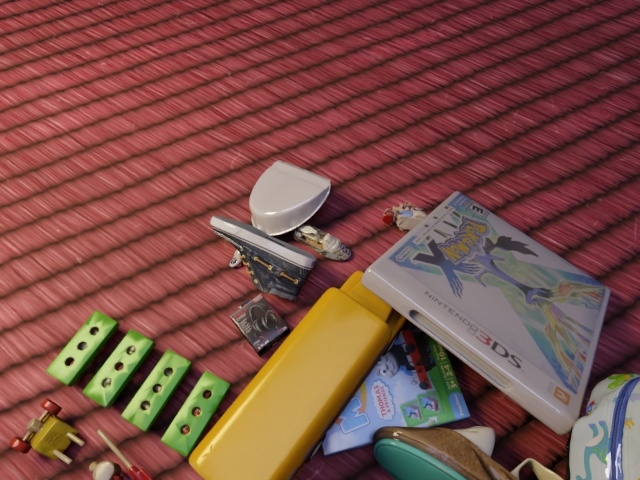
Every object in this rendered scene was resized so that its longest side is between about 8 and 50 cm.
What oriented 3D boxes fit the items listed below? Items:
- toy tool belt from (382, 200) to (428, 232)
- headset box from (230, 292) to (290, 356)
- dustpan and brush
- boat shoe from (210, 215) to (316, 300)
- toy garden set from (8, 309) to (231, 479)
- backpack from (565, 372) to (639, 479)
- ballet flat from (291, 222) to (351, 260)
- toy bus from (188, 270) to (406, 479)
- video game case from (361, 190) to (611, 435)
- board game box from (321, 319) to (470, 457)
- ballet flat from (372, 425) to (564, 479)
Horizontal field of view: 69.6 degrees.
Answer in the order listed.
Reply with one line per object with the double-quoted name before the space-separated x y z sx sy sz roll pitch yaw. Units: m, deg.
"toy tool belt" 0.151 -0.043 0.820 0.083 0.052 0.051 9 30 1
"headset box" -0.097 0.130 0.727 0.062 0.032 0.083 -35 68 -18
"dustpan and brush" -0.091 -0.040 0.809 0.147 0.060 0.211 27 61 35
"boat shoe" -0.105 0.029 0.742 0.183 0.065 0.083 25 98 4
"toy garden set" -0.284 0.244 0.657 0.244 0.049 0.204 25 62 12
"backpack" 0.420 0.289 0.464 0.355 0.273 0.290 43 62 7
"ballet flat" 0.000 0.000 0.795 0.114 0.041 0.041 25 64 13
"toy bus" -0.008 0.178 0.600 0.108 0.130 0.332 34 67 18
"video game case" 0.262 0.068 0.680 0.300 0.036 0.329 37 41 17
"board game box" 0.089 0.208 0.681 0.211 0.039 0.160 -13 62 -6
"ballet flat" 0.234 0.319 0.587 0.342 0.116 0.124 29 45 19
